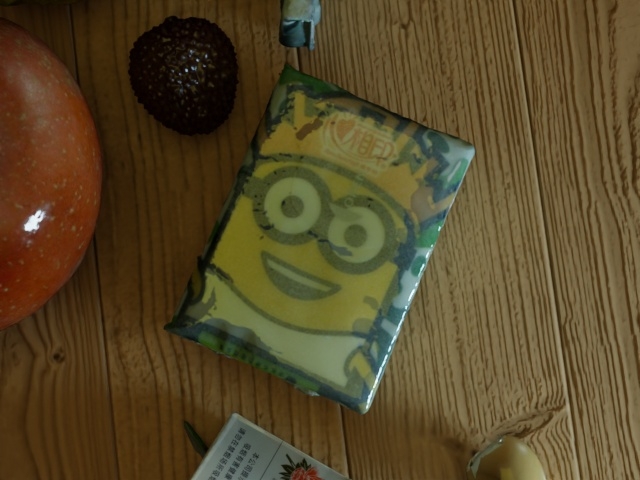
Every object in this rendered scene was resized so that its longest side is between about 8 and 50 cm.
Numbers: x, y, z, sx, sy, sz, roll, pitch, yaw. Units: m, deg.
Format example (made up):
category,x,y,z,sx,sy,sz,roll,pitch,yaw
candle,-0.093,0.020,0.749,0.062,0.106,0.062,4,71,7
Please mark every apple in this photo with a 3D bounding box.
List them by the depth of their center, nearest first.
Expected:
category,x,y,z,sx,sy,sz,roll,pitch,yaw
apple,-0.386,-0.069,1.365,0.348,0.277,0.349,0,84,0

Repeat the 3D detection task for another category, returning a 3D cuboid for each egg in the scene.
category,x,y,z,sx,sy,sz,roll,pitch,yaw
egg,0.201,0.256,1.429,0.080,0.080,0.096,-36,81,-4

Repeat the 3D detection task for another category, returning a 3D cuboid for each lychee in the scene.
category,x,y,z,sx,sy,sz,roll,pitch,yaw
lychee,-0.143,-0.178,1.458,0.123,0.123,0.129,-36,96,-4

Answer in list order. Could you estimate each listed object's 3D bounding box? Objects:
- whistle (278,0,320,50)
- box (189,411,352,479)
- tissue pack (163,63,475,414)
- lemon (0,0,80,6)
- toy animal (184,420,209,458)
category,x,y,z,sx,sy,sz,roll,pitch,yaw
whistle,-0.026,-0.419,1.465,0.188,0.168,0.405,-21,88,-1
box,-0.034,0.270,1.423,0.198,0.029,0.109,30,45,3
tissue pack,0.000,0.000,1.433,0.228,0.128,0.311,23,84,1
lemon,-0.286,-0.369,1.443,0.204,0.204,0.260,24,92,3
toy animal,-0.080,0.283,1.438,0.217,0.041,0.075,37,50,4
